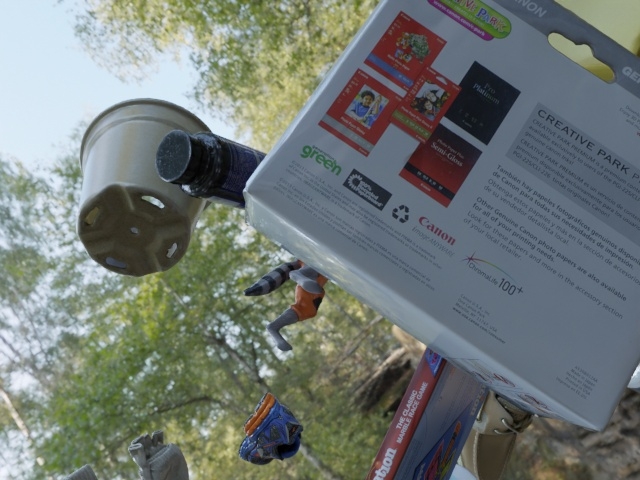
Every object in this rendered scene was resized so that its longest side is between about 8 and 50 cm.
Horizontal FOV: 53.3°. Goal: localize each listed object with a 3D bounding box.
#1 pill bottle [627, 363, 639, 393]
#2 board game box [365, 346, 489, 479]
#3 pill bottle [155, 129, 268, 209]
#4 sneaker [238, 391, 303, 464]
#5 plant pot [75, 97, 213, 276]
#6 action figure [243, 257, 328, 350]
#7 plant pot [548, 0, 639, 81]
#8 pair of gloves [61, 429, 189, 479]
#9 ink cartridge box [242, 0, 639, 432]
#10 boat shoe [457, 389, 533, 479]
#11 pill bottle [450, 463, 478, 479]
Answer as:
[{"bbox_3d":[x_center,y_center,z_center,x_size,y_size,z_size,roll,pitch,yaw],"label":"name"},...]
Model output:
[{"bbox_3d":[0.781,0.264,1.417,0.204,0.361,0.204,-61,5,8],"label":"pill bottle"},{"bbox_3d":[0.115,0.181,0.632,0.145,0.027,0.281,43,-109,-50],"label":"board game box"},{"bbox_3d":[-0.189,-0.131,1.179,0.122,0.122,0.219,-51,-33,18],"label":"pill bottle"},{"bbox_3d":[-0.078,0.329,1.041,0.083,0.087,0.221,-51,-15,-29],"label":"sneaker"},{"bbox_3d":[-0.382,-0.094,1.384,0.334,0.305,0.333,-3,-55,-4],"label":"plant pot"},{"bbox_3d":[0.000,0.000,1.221,0.330,0.179,0.341,-61,-16,-47],"label":"action figure"},{"bbox_3d":[0.434,-0.274,0.941,0.212,0.187,0.212,30,-93,-34],"label":"plant pot"},{"bbox_3d":[-0.277,0.413,0.970,0.042,0.204,0.240,-21,-4,30],"label":"pair of gloves"},{"bbox_3d":[0.139,-0.047,0.532,0.271,0.310,0.130,-55,0,-11],"label":"ink cartridge box"},{"bbox_3d":[0.332,0.312,1.193,0.122,0.110,0.340,-1,-83,-29],"label":"boat shoe"},{"bbox_3d":[0.112,0.431,0.909,0.264,0.146,0.146,-14,-30,-18],"label":"pill bottle"}]
